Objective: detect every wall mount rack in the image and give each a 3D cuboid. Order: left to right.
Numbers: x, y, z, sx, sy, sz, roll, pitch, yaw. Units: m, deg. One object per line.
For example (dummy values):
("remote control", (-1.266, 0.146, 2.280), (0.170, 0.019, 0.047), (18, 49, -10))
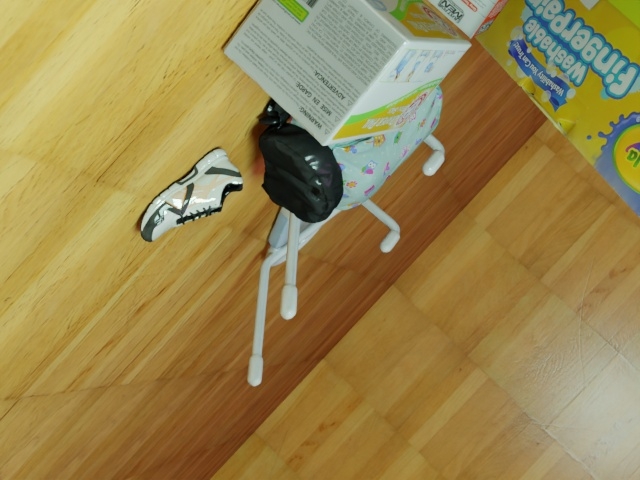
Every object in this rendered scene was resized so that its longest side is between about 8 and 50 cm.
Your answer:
("wall mount rack", (0.000, 0.000, 1.384), (0.304, 0.130, 0.350), (-41, 167, -28))

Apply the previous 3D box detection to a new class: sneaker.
("sneaker", (-0.114, -0.034, 1.043), (0.109, 0.044, 0.040), (-43, 171, -11))

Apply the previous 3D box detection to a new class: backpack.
("backpack", (0.030, -0.110, 1.134), (0.182, 0.115, 0.152), (-46, 167, -20))

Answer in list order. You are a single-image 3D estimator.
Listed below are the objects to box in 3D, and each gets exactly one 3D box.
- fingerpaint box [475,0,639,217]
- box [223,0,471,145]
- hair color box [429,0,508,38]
("fingerpaint box", (0.383, -0.234, 1.153), (0.163, 0.445, 0.371), (25, 113, -39))
("box", (0.030, -0.157, 0.953), (0.103, 0.114, 0.203), (-50, 170, 20))
("hair color box", (0.171, -0.280, 1.166), (0.043, 0.072, 0.141), (-35, 165, -50))
